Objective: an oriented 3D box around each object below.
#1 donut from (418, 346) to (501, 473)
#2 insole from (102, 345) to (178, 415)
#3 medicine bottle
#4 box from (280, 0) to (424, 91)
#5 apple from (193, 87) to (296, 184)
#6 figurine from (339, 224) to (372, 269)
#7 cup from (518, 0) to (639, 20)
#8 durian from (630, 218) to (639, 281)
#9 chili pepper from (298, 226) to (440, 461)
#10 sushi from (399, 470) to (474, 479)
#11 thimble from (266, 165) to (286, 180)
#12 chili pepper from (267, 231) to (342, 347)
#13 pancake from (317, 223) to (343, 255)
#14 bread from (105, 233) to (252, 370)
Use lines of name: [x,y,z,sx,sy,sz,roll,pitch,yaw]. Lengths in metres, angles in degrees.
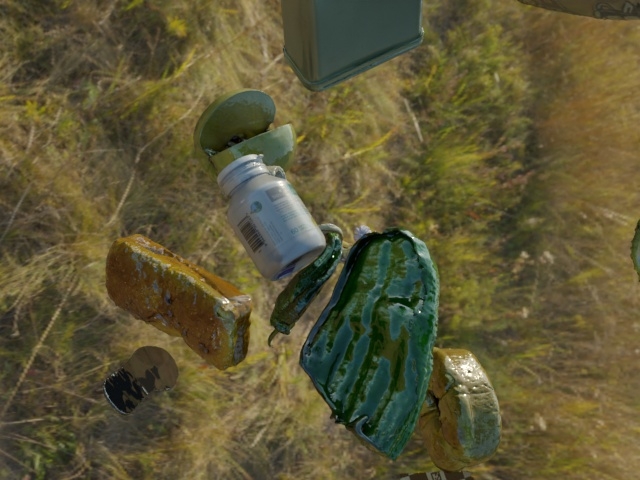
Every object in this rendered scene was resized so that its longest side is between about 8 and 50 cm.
donut: [0.279,0.341,1.493,0.128,0.208,0.261,-3,48,-15]
insole: [-0.386,0.299,1.562,0.119,0.009,0.348,55,10,-1]
medicine bottle: [-0.097,-0.046,1.307,0.135,0.135,0.215,-20,73,-48]
box: [0.077,-0.586,1.728,0.352,0.343,0.177,-26,61,-11]
apple: [-0.215,-0.276,2.013,0.254,0.292,0.291,-29,102,-24]
figurine: [0.105,0.053,2.202,0.175,0.240,0.115,-35,143,-19]
cup: [0.428,-0.431,1.072,0.301,0.257,0.227,-34,138,-35]
durian: [0.583,0.053,1.100,0.096,0.220,0.137,-19,128,-14]
chili pepper: [0.098,0.168,1.208,0.167,0.213,0.384,46,51,-50]
sushi: [0.262,0.649,1.562,0.043,0.193,0.279,18,65,-58]
thimble: [-0.142,-0.137,1.823,0.115,0.090,0.102,68,25,-52]
chili pepper: [-0.041,0.105,1.446,0.065,0.122,0.278,35,93,0]
pancake: [0.000,0.000,2.036,0.139,0.139,0.022,25,37,-40]
bread: [-0.223,0.095,1.100,0.077,0.271,0.139,-28,138,-49]
